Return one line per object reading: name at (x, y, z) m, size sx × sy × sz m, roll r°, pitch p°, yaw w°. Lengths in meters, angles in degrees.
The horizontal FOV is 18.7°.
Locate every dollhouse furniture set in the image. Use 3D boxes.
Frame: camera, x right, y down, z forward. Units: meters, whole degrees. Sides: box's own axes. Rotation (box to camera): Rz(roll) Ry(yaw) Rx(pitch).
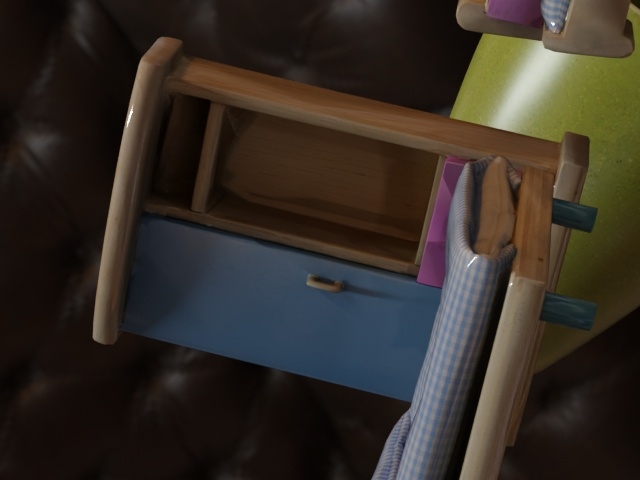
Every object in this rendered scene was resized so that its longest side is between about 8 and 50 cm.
dollhouse furniture set at (0.000, 0.000, 0.733) m, size 0.198 × 0.303 × 0.286 m, roll 13°, pitch 111°, yaw 3°

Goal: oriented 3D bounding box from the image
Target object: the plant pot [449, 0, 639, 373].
plant pot at (0.201, -0.050, 1.515) m, size 0.275 × 0.275 × 0.293 m, roll 40°, pitch 108°, yaw 18°
